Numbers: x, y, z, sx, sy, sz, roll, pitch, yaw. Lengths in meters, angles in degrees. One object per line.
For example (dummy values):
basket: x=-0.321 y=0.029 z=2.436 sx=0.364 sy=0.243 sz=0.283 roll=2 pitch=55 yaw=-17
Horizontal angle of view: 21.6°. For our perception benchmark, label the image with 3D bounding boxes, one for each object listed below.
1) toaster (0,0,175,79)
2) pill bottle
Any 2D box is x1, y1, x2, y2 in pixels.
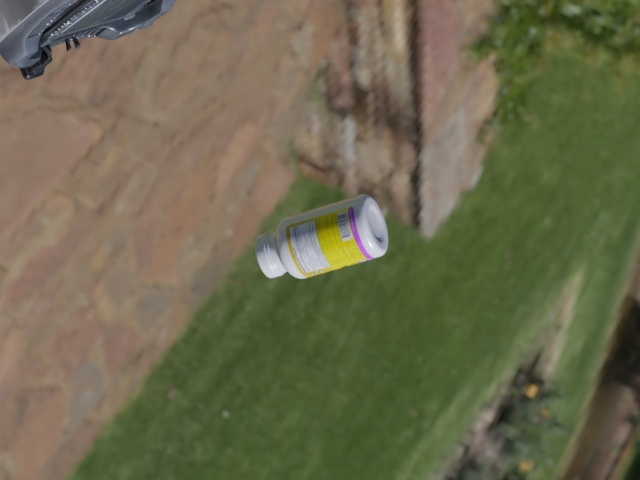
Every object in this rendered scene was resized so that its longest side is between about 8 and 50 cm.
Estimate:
toaster: x=-0.136 y=-0.198 z=0.973 sx=0.129 sy=0.146 sz=0.227 roll=-24 pitch=180 yaw=-38
pill bottle: x=0.000 y=0.000 z=1.121 sx=0.043 sy=0.083 sz=0.043 roll=50 pitch=32 yaw=-47
